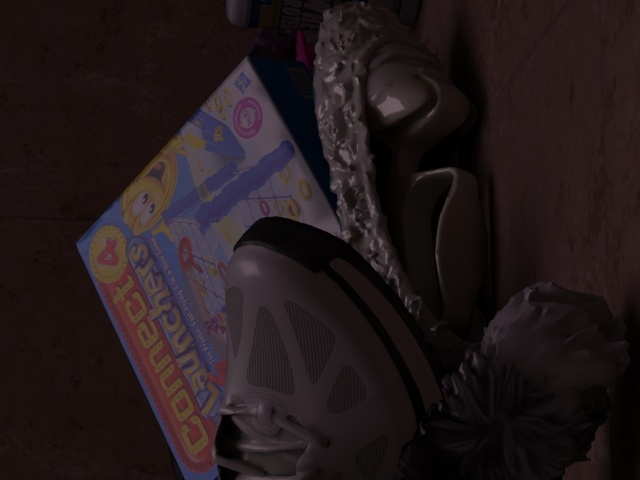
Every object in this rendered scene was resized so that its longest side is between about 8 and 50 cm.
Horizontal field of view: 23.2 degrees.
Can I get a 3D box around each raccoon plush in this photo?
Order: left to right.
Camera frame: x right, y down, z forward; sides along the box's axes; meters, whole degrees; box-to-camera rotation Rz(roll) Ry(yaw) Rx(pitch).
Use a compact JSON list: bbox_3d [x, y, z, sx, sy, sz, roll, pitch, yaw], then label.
[{"bbox_3d":[0.103,0.250,0.986,0.446,0.216,0.299,-58,-6,4],"label":"raccoon plush"}]

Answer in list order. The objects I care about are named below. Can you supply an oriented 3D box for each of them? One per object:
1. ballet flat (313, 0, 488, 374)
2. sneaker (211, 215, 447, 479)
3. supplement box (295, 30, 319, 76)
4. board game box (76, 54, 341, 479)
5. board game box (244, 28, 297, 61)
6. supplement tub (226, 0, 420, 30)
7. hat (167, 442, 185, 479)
[{"bbox_3d":[0.083,-0.049,1.304,0.147,0.147,0.409,103,165,-61],"label":"ballet flat"},{"bbox_3d":[-0.028,0.218,1.144,0.257,0.169,0.447,-41,-49,-35],"label":"sneaker"},{"bbox_3d":[0.031,-0.159,1.761,0.220,0.114,0.111,-98,10,-67],"label":"supplement box"},{"bbox_3d":[-0.067,0.037,1.487,0.302,0.086,0.308,-44,62,31],"label":"board game box"},{"bbox_3d":[-0.081,-0.178,2.033,0.208,0.056,0.347,110,-176,-51],"label":"board game box"},{"bbox_3d":[0.002,-0.294,1.652,0.144,0.199,0.144,-178,90,-85],"label":"supplement tub"},{"bbox_3d":[-0.001,0.180,1.595,0.134,0.331,0.331,-8,-77,-55],"label":"hat"}]
